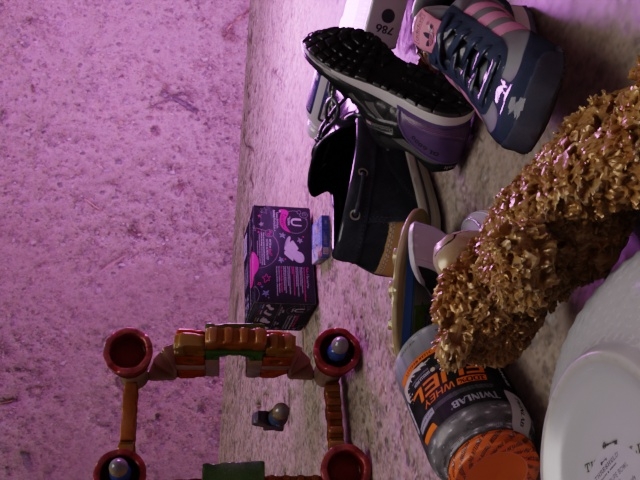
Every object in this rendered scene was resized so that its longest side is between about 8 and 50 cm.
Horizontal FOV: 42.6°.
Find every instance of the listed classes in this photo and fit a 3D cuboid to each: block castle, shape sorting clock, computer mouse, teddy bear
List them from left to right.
[{"bbox_3d":[-0.150,0.301,1.432,0.213,0.453,0.303,104,165,-62],"label":"block castle"},{"bbox_3d":[0.116,0.063,1.029,0.206,0.040,0.206,3,-90,-66],"label":"shape sorting clock"},{"bbox_3d":[0.147,0.038,0.977,0.193,0.042,0.106,48,-139,-59],"label":"computer mouse"},{"bbox_3d":[0.187,-0.027,0.671,0.245,0.113,0.338,-58,-1,-30],"label":"teddy bear"}]

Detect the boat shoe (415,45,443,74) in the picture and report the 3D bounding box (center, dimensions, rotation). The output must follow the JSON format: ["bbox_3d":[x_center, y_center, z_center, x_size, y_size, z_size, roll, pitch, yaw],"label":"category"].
[{"bbox_3d":[0.159,-0.251,1.097,0.064,0.060,0.178,-102,20,-46],"label":"boat shoe"}]

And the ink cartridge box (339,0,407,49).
[{"bbox_3d":[0.095,-0.417,1.312,0.165,0.065,0.333,-125,49,-67],"label":"ink cartridge box"}]

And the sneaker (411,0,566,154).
[{"bbox_3d":[0.154,-0.182,0.832,0.319,0.131,0.112,-86,14,-64],"label":"sneaker"}]

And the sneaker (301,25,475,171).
[{"bbox_3d":[0.075,-0.186,1.112,0.283,0.107,0.124,38,143,30],"label":"sneaker"}]

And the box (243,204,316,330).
[{"bbox_3d":[-0.097,0.066,1.893,0.163,0.142,0.247,115,156,-59],"label":"box"}]

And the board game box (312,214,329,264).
[{"bbox_3d":[0.000,0.000,1.765,0.090,0.020,0.090,133,138,-71],"label":"board game box"}]

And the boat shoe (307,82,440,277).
[{"bbox_3d":[0.057,-0.137,1.295,0.500,0.156,0.187,-100,17,-46],"label":"boat shoe"}]

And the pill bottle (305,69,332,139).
[{"bbox_3d":[0.023,-0.273,1.580,0.169,0.094,0.094,108,160,-44],"label":"pill bottle"}]

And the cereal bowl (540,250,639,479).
[{"bbox_3d":[0.240,0.149,0.520,0.339,0.141,0.339,-176,90,-76],"label":"cereal bowl"}]

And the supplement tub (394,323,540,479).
[{"bbox_3d":[0.158,0.185,0.890,0.190,0.117,0.117,-111,28,-58],"label":"supplement tub"}]

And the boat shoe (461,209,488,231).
[{"bbox_3d":[0.186,0.019,0.919,0.184,0.063,0.066,-108,26,-55],"label":"boat shoe"}]
